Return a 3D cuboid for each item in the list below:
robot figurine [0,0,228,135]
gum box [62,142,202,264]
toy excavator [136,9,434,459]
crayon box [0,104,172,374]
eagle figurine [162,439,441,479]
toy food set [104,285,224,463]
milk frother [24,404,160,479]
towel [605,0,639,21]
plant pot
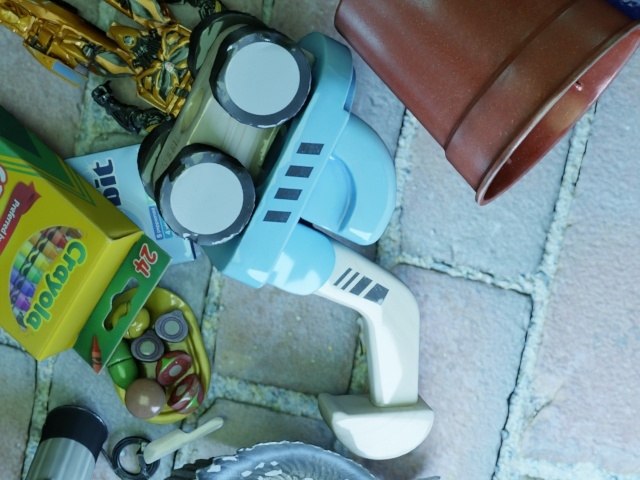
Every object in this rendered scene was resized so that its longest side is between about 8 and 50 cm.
[{"bbox_3d":[-0.245,-0.255,1.920,0.291,0.085,0.211,31,103,5],"label":"robot figurine"},{"bbox_3d":[-0.256,-0.037,1.982,0.184,0.041,0.157,-11,96,13],"label":"gum box"},{"bbox_3d":[0.000,0.000,1.834,0.445,0.222,0.433,24,96,-17],"label":"toy excavator"},{"bbox_3d":[-0.357,0.001,1.946,0.318,0.081,0.202,39,113,15],"label":"crayon box"},{"bbox_3d":[-0.020,0.324,1.895,0.298,0.225,0.226,39,118,-4],"label":"eagle figurine"},{"bbox_3d":[-0.207,0.163,1.976,0.128,0.071,0.218,-20,86,6],"label":"toy food set"},{"bbox_3d":[-0.291,0.297,1.997,0.143,0.135,0.129,-6,129,16],"label":"milk frother"},{"bbox_3d":[0.360,-0.374,1.784,0.308,0.076,0.228,38,99,3],"label":"towel"},{"bbox_3d":[0.176,-0.227,1.759,0.265,0.272,0.272,44,105,10],"label":"plant pot"}]
